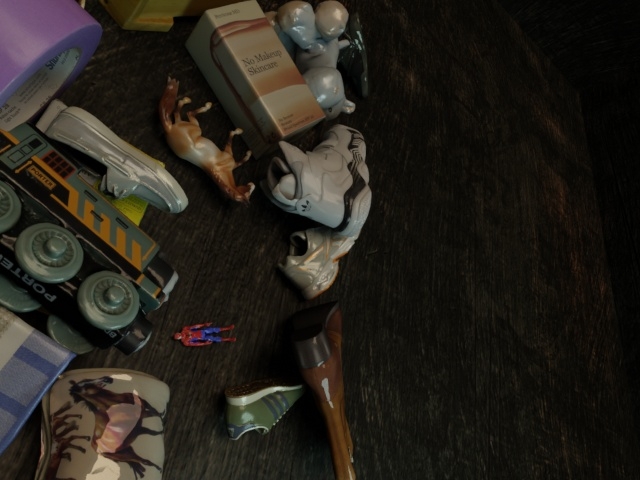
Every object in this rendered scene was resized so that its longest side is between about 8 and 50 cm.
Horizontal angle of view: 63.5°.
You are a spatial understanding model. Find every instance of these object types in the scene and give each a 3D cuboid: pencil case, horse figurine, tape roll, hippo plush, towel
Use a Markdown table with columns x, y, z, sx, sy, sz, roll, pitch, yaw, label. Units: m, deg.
| x | y | z | sx | sy | sz | roll | pitch | yaw | label |
| --- | --- | --- | --- | --- | --- | --- | --- | --- | --- |
| -0.291 | 0.363 | 0.637 | 0.183 | 0.159 | 0.411 | 26 | 54 | -46 | pencil case |
| -0.229 | -0.195 | 1.032 | 0.263 | 0.066 | 0.175 | 41 | 42 | -24 | horse figurine |
| -0.430 | -0.229 | 0.712 | 0.090 | 0.274 | 0.275 | 44 | 47 | -20 | tape roll |
| -0.039 | -0.408 | 1.251 | 0.294 | 0.234 | 0.237 | -10 | 96 | -86 | hippo plush |
| -0.468 | 0.143 | 0.592 | 0.285 | 0.034 | 0.209 | 35 | 72 | -12 | towel |

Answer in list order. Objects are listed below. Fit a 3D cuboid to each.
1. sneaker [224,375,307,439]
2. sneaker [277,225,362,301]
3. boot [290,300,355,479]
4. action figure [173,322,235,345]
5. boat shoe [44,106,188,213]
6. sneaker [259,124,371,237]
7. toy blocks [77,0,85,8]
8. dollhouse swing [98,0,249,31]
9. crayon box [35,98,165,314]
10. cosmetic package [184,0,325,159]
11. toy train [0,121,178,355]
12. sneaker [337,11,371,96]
| x | y | z | sx | sy | sz | roll | pitch | yaw | label |
| --- | --- | --- | --- | --- | --- | --- | --- | --- | --- |
| -0.098 | 0.298 | 0.923 | 0.192 | 0.064 | 0.086 | 6 | 89 | -52 | sneaker |
| 0.000 | 0.000 | 1.128 | 0.121 | 0.099 | 0.263 | 42 | 46 | -13 | sneaker |
| 0.030 | 0.273 | 1.004 | 0.264 | 0.096 | 0.281 | -94 | 167 | -80 | boot |
| -0.203 | 0.165 | 0.908 | 0.115 | 0.030 | 0.038 | 3 | 73 | -39 | action figure |
| -0.314 | -0.103 | 0.792 | 0.227 | 0.079 | 0.081 | 39 | 58 | -16 | boat shoe |
| -0.013 | -0.170 | 1.147 | 0.210 | 0.137 | 0.366 | 17 | 38 | -19 | sneaker |
| -0.500 | -0.467 | 0.921 | 0.148 | 0.054 | 0.123 | 13 | 63 | -38 | toy blocks |
| -0.267 | -0.622 | 0.998 | 0.315 | 0.346 | 0.305 | 51 | 46 | -11 | dollhouse swing |
| -0.393 | -0.036 | 0.792 | 0.202 | 0.081 | 0.319 | 33 | 51 | -27 | crayon box |
| -0.141 | -0.349 | 1.131 | 0.153 | 0.129 | 0.296 | -37 | 96 | -37 | cosmetic package |
| -0.337 | 0.001 | 0.677 | 0.334 | 0.142 | 0.190 | 44 | 38 | -18 | toy train |
| 0.072 | -0.510 | 1.454 | 0.087 | 0.130 | 0.228 | -72 | 150 | -50 | sneaker |
